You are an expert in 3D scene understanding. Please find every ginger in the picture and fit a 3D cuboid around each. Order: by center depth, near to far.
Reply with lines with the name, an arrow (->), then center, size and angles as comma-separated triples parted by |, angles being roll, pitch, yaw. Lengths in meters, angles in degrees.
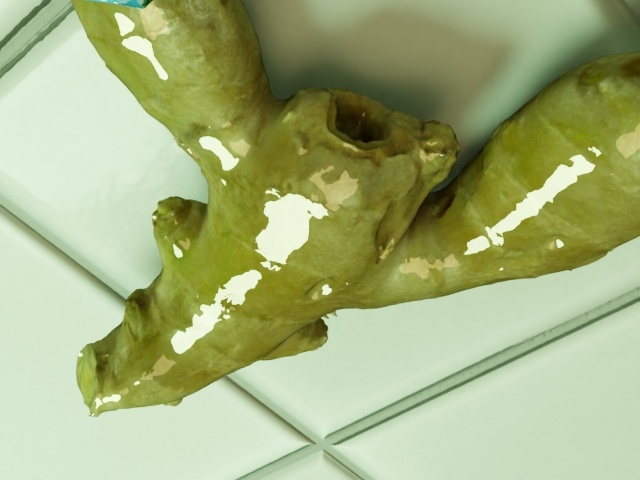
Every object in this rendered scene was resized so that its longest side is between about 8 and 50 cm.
ginger -> 0.014, -0.008, 0.588 | 0.363, 0.122, 0.348 | 9, 134, -10

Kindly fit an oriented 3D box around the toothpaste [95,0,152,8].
toothpaste -> -0.090, -0.233, 0.381 | 0.065, 0.050, 0.266 | 6, 114, -2
